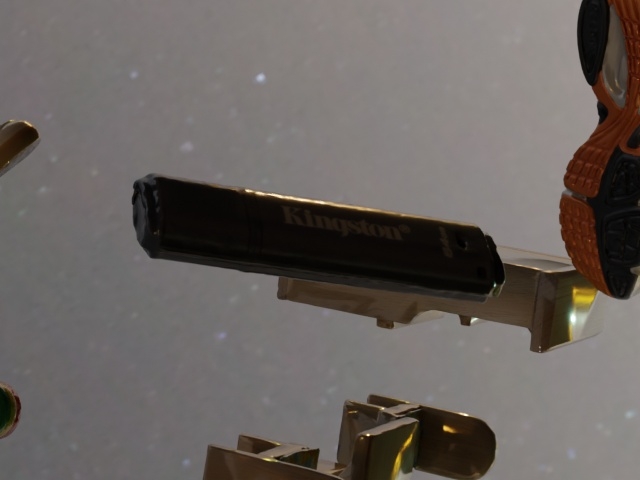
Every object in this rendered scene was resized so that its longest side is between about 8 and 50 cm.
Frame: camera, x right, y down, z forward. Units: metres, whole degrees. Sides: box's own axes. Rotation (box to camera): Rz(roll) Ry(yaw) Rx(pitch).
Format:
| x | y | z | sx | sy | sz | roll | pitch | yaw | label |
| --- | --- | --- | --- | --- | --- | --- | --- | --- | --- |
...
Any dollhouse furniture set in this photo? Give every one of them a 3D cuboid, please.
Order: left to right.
| x | y | z | sx | sy | sz | roll | pitch | yaw | label |
| --- | --- | --- | --- | --- | --- | --- | --- | --- | --- |
| 0.090 | 0.196 | 1.503 | 0.362 | 0.256 | 0.394 | -4 | -77 | -65 | dollhouse furniture set |

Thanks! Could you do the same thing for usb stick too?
| x | y | z | sx | sy | sz | roll | pitch | yaw | label |
| --- | --- | --- | --- | --- | --- | --- | --- | --- | --- |
| 0.000 | 0.000 | 1.197 | 0.278 | 0.045 | 0.077 | 9 | -148 | -21 | usb stick |

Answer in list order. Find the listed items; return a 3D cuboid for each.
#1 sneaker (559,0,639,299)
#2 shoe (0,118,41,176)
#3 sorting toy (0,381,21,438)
| x | y | z | sx | sy | sz | roll | pitch | yaw | label |
| --- | --- | --- | --- | --- | --- | --- | --- | --- | --- |
| 0.264 | -0.080 | 1.290 | 0.121 | 0.099 | 0.262 | -13 | -63 | -34 | sneaker |
| -0.302 | -0.048 | 1.302 | 0.058 | 0.219 | 0.076 | 54 | -142 | -12 | shoe |
| -0.288 | 0.249 | 1.300 | 0.132 | 0.274 | 0.046 | 39 | -172 | 21 | sorting toy |
